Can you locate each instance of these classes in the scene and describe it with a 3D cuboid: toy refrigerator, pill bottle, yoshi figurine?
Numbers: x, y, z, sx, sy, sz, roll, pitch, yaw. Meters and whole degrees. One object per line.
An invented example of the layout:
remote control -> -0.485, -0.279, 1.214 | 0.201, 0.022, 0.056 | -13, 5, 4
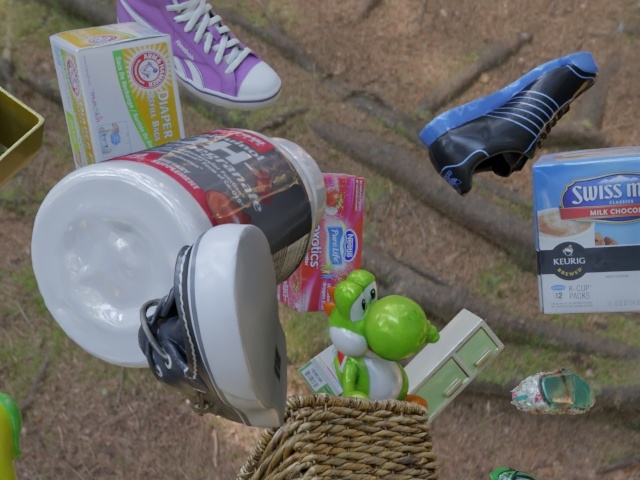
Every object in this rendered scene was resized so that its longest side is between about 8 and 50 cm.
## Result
toy refrigerator -> 0.284, 0.294, 1.893 | 0.269, 0.102, 0.094 | -44, 24, -7
pill bottle -> -0.109, -0.014, 0.803 | 0.176, 0.176, 0.318 | 21, 21, 15
yoshi figurine -> 0.116, 0.221, 1.456 | 0.203, 0.362, 0.203 | -9, 34, 5

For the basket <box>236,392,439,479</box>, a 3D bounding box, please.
basket -> 0.017, 0.361, 1.203 | 0.299, 0.213, 0.223 | 12, 57, -42

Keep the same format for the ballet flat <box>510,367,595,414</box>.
ballet flat -> 0.423, 0.281, 1.521 | 0.077, 0.241, 0.091 | -26, 62, 33

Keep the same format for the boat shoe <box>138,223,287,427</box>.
boat shoe -> -0.062, 0.055, 0.456 | 0.076, 0.228, 0.080 | 2, 70, 3

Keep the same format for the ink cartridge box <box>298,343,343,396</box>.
ink cartridge box -> 0.048, 0.315, 2.079 | 0.109, 0.062, 0.209 | 54, 38, 7

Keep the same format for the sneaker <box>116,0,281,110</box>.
sneaker -> -0.175, -0.303, 1.193 | 0.282, 0.161, 0.102 | 30, 57, 3

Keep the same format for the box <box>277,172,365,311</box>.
box -> 0.000, 0.000, 1.572 | 0.128, 0.256, 0.123 | 0, 8, -23

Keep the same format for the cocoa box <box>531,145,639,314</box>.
cocoa box -> 0.465, -0.030, 1.322 | 0.232, 0.347, 0.227 | -3, 97, 17

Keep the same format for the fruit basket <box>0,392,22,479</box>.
fruit basket -> -0.447, 0.344, 0.873 | 0.392, 0.283, 0.392 | 15, 44, -16

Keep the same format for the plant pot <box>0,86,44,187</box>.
plant pot -> -0.334, -0.096, 0.834 | 0.081, 0.083, 0.081 | 35, 60, 4

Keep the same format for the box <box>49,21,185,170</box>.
box -> -0.220, -0.131, 0.926 | 0.103, 0.203, 0.114 | -17, 27, -26

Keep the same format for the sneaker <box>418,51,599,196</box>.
sneaker -> 0.227, -0.130, 0.934 | 0.232, 0.081, 0.090 | -27, 79, -10

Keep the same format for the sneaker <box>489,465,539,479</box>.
sneaker -> 0.283, 0.549, 1.421 | 0.146, 0.134, 0.343 | 31, 89, 34
